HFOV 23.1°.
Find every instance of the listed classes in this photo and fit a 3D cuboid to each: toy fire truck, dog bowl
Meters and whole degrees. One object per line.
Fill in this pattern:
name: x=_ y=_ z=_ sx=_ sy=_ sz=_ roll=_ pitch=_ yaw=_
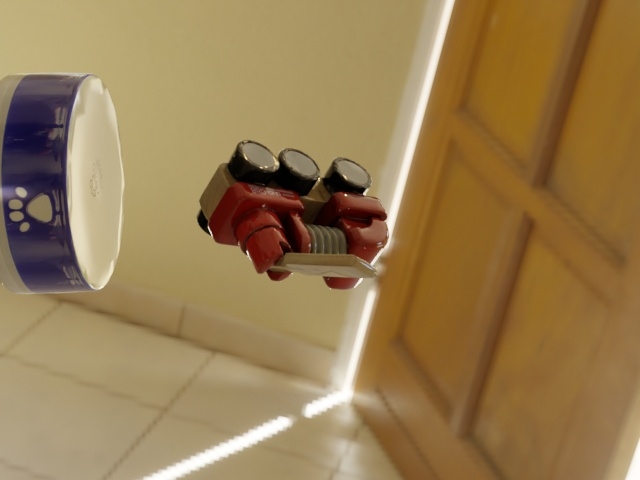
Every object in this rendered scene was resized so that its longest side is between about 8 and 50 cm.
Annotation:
toy fire truck: x=0.000 y=0.000 z=1.835 sx=0.217 sy=0.158 sz=0.246 roll=9 pitch=39 yaw=-36
dog bowl: x=-0.317 y=-0.069 z=1.874 sx=0.104 sy=0.265 sz=0.265 roll=-1 pitch=21 yaw=8
